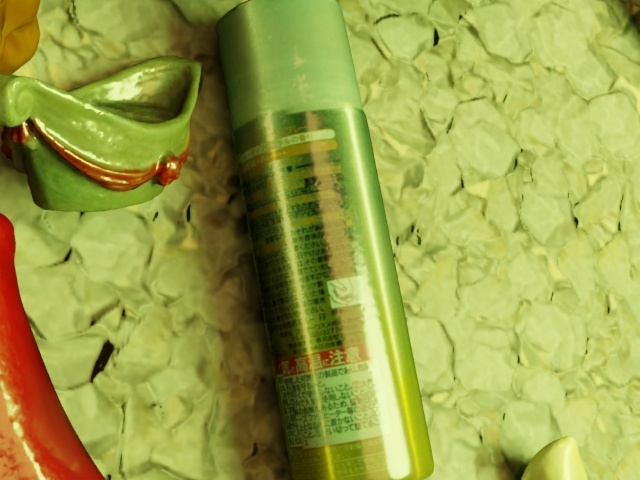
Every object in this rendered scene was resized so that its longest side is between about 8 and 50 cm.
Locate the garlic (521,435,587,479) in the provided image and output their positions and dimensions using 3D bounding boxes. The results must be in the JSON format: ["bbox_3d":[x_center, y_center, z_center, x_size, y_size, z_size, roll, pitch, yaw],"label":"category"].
[{"bbox_3d":[0.153,0.169,0.611,0.041,0.053,0.083,-4,74,-24],"label":"garlic"}]

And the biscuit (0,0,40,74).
[{"bbox_3d":[-0.277,-0.173,0.444,0.312,0.110,0.318,28,65,-7],"label":"biscuit"}]

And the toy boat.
[{"bbox_3d":[-0.114,-0.059,0.514,0.089,0.185,0.071,14,108,18],"label":"toy boat"}]

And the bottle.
[{"bbox_3d":[0.000,0.000,0.564,0.082,0.082,0.286,-7,82,-26],"label":"bottle"}]

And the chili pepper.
[{"bbox_3d":[-0.144,0.099,0.485,0.137,0.092,0.368,-30,96,-56],"label":"chili pepper"}]
